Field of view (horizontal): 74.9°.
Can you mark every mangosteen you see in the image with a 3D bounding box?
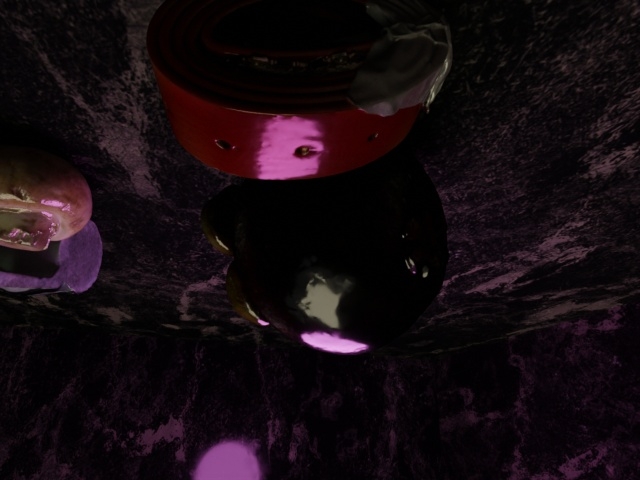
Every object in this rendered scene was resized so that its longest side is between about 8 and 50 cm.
[{"bbox_3d":[0.000,0.000,0.728,0.435,0.381,0.382,-1,159,43],"label":"mangosteen"}]

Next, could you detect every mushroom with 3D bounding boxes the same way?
[{"bbox_3d":[-0.572,-0.081,0.788,0.255,0.184,0.255,8,167,2],"label":"mushroom"}]

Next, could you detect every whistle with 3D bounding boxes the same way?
[{"bbox_3d":[-0.661,0.062,0.950,0.168,0.404,0.188,2,113,1],"label":"whistle"}]

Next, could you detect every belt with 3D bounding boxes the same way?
[{"bbox_3d":[-0.012,-0.193,0.463,0.324,0.227,0.115,-13,158,-14],"label":"belt"}]

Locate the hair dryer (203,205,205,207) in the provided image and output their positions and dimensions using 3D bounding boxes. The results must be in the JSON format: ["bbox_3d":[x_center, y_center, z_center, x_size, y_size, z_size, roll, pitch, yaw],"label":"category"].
[{"bbox_3d":[-0.159,-0.078,0.922,0.238,0.075,0.206,4,149,14],"label":"hair dryer"}]
